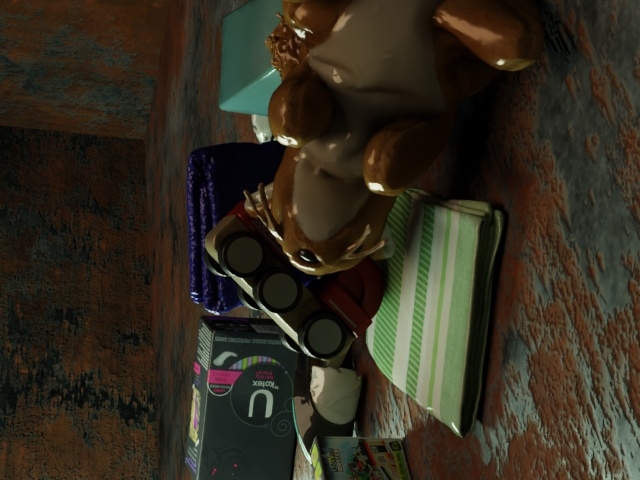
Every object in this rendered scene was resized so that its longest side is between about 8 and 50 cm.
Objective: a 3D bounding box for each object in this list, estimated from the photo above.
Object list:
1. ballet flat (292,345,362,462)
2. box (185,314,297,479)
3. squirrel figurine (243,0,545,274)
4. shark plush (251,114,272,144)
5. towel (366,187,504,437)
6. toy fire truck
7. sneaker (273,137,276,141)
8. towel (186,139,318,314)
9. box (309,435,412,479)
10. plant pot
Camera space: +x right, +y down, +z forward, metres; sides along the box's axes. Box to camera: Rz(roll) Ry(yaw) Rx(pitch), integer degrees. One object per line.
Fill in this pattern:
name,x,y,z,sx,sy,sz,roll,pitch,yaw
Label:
ballet flat,0.010,0.181,1.584,0.096,0.095,0.280,-48,38,46
box,-0.131,0.274,1.907,0.143,0.165,0.270,-153,68,-73
squirrel figurine,0.052,-0.158,1.258,0.397,0.281,0.370,-81,4,-59
shark plush,-0.102,-0.230,2.216,0.067,0.073,0.161,-34,-72,-86
towel,0.124,0.063,1.312,0.325,0.038,0.248,-153,69,-72
toy fire truck,0.000,0.000,1.423,0.246,0.217,0.158,-46,11,-12
sneaker,0.008,-0.186,1.737,0.115,0.105,0.281,-55,2,-20
towel,-0.098,-0.027,1.582,0.308,0.076,0.227,-15,-80,-66
box,0.059,0.323,1.316,0.207,0.114,0.036,-104,25,-48
plant pot,-0.044,-0.304,1.796,0.234,0.166,0.165,165,109,-65
